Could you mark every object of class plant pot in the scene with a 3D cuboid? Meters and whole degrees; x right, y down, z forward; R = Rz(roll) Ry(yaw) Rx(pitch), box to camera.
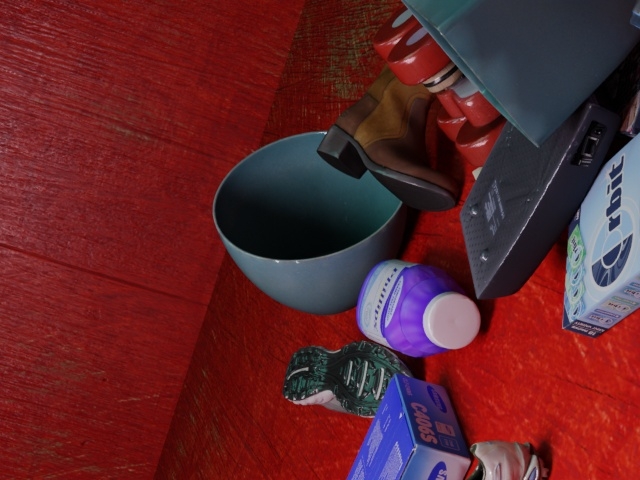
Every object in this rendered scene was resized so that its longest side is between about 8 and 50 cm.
[{"bbox_3d":[0.223,-0.248,1.275,0.234,0.165,0.166,-42,28,6],"label":"plant pot"},{"bbox_3d":[0.000,0.000,2.001,0.290,0.290,0.195,-88,-11,-48],"label":"plant pot"}]

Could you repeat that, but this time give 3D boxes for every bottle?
[{"bbox_3d":[0.124,0.089,1.684,0.283,0.092,0.118,-167,95,-76],"label":"bottle"}]

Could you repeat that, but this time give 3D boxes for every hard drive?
[{"bbox_3d":[0.226,-0.073,1.383,0.172,0.054,0.254,-94,25,-53],"label":"hard drive"}]

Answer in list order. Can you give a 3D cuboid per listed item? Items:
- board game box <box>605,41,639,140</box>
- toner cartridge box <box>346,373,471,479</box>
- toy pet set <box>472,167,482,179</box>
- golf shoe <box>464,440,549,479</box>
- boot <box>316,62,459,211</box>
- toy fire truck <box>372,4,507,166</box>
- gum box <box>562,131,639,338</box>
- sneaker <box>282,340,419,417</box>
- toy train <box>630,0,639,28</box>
[{"bbox_3d":[0.335,-0.221,1.337,0.165,0.042,0.243,-146,73,-76],"label":"board game box"},{"bbox_3d":[0.070,0.354,1.615,0.165,0.075,0.348,-105,34,-64],"label":"toner cartridge box"},{"bbox_3d":[0.242,-0.071,1.537,0.114,0.065,0.122,-32,30,13],"label":"toy pet set"},{"bbox_3d":[0.159,0.280,1.334,0.069,0.086,0.176,-134,60,-73],"label":"golf shoe"},{"bbox_3d":[0.160,-0.192,1.891,0.280,0.096,0.264,-54,39,-7],"label":"boot"},{"bbox_3d":[0.217,-0.241,1.567,0.254,0.169,0.302,-40,18,8],"label":"toy fire truck"},{"bbox_3d":[0.294,-0.014,1.249,0.184,0.041,0.157,128,155,-58],"label":"gum box"},{"bbox_3d":[0.059,0.196,1.824,0.271,0.108,0.100,-1,72,58],"label":"sneaker"},{"bbox_3d":[0.353,-0.247,1.163,0.080,0.105,0.184,-111,40,-68],"label":"toy train"}]
